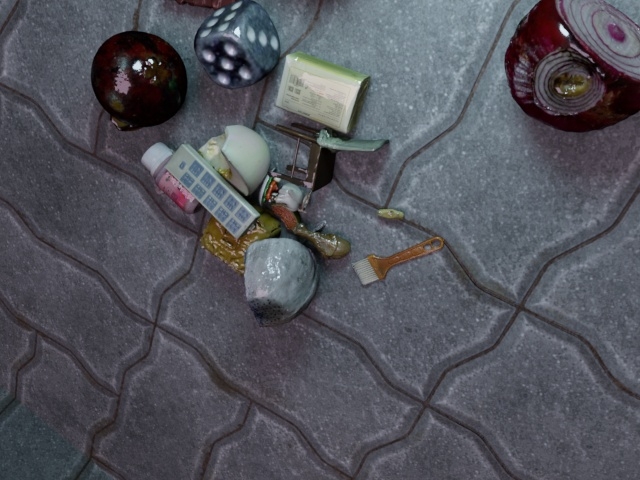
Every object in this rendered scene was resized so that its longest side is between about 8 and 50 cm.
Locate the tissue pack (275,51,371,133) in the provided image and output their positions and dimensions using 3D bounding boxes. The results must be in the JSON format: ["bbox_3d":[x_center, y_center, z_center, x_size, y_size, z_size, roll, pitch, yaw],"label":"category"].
[{"bbox_3d":[0.006,-0.425,1.576,0.234,0.125,0.159,23,119,12],"label":"tissue pack"}]

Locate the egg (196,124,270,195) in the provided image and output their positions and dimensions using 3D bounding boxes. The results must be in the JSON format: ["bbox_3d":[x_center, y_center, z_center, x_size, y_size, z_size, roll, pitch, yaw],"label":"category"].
[{"bbox_3d":[-0.245,-0.263,1.731,0.206,0.162,0.271,49,164,-16],"label":"egg"}]

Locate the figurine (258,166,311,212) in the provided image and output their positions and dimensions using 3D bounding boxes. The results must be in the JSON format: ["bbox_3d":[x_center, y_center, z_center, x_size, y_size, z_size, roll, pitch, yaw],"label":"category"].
[{"bbox_3d":[-0.103,-0.148,1.746,0.154,0.132,0.132,22,118,3],"label":"figurine"}]

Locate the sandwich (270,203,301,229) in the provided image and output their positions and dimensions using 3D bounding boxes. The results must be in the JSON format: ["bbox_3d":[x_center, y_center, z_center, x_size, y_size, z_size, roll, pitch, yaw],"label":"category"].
[{"bbox_3d":[-0.107,-0.084,1.818,0.135,0.029,0.067,46,126,-1],"label":"sandwich"}]

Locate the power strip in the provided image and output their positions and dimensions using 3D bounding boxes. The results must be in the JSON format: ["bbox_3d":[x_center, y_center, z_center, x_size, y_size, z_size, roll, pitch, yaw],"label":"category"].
[{"bbox_3d":[-0.348,-0.161,1.746,0.367,0.043,0.106,44,109,4],"label":"power strip"}]

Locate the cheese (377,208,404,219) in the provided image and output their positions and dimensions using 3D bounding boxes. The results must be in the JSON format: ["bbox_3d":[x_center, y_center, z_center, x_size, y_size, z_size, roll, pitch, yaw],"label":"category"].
[{"bbox_3d":[0.213,-0.081,1.676,0.083,0.044,0.030,9,98,22],"label":"cheese"}]

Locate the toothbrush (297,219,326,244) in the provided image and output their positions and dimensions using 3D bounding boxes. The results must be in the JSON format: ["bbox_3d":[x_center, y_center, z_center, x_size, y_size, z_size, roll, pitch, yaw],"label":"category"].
[{"bbox_3d":[-0.077,0.017,1.849,0.019,0.025,0.276,48,120,-2],"label":"toothbrush"}]

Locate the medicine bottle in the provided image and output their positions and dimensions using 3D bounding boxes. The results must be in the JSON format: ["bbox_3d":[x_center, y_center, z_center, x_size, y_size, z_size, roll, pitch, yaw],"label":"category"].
[{"bbox_3d":[-0.480,-0.212,1.859,0.247,0.147,0.147,43,120,1],"label":"medicine bottle"}]

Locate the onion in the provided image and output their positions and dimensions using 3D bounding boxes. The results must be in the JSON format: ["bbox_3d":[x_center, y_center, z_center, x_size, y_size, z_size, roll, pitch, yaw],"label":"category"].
[{"bbox_3d":[0.579,-0.382,1.270,0.337,0.282,0.260,33,140,-3],"label":"onion"}]

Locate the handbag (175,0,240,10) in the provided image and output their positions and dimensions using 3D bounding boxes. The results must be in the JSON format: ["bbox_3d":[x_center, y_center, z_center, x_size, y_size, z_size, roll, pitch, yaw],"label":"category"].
[{"bbox_3d":[-0.333,-0.814,1.587,0.260,0.084,0.275,14,116,17],"label":"handbag"}]

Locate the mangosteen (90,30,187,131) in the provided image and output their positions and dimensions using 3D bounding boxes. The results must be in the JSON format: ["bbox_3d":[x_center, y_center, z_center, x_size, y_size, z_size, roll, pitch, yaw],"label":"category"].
[{"bbox_3d":[-0.559,-0.492,1.708,0.311,0.311,0.311,8,114,20],"label":"mangosteen"}]

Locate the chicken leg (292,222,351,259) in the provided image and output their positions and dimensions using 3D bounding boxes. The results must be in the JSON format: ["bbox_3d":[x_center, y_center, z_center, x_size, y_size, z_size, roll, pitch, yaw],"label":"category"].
[{"bbox_3d":[-0.001,0.002,1.771,0.198,0.069,0.085,26,145,0],"label":"chicken leg"}]

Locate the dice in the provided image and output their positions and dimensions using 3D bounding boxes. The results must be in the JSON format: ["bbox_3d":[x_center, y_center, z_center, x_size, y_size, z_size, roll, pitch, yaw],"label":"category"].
[{"bbox_3d":[-0.233,-0.552,1.562,0.181,0.182,0.183,-4,139,29],"label":"dice"}]

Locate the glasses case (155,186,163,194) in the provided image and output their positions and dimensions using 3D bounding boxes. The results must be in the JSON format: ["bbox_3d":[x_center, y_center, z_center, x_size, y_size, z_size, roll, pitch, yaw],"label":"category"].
[{"bbox_3d":[-0.557,-0.190,1.970,0.083,0.021,0.032,-21,99,29],"label":"glasses case"}]

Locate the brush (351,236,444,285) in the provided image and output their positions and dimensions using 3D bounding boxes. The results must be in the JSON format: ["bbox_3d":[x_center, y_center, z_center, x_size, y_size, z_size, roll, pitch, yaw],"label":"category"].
[{"bbox_3d":[0.245,0.055,1.735,0.314,0.017,0.090,-24,102,29],"label":"brush"}]

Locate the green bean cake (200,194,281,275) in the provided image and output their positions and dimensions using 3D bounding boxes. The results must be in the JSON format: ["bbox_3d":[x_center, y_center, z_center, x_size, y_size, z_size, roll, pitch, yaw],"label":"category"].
[{"bbox_3d":[-0.273,-0.023,1.855,0.230,0.131,0.224,33,118,7],"label":"green bean cake"}]

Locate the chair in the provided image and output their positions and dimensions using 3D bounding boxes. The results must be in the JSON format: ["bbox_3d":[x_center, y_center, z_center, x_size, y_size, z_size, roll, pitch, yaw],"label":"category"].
[{"bbox_3d":[0.025,-0.241,1.629,0.319,0.160,0.186,17,111,17],"label":"chair"}]

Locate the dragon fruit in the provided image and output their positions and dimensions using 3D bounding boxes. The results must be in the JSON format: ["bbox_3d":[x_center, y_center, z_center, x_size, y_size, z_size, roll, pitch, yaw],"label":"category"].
[{"bbox_3d":[-0.111,0.146,1.758,0.204,0.221,0.283,-9,136,11],"label":"dragon fruit"}]
